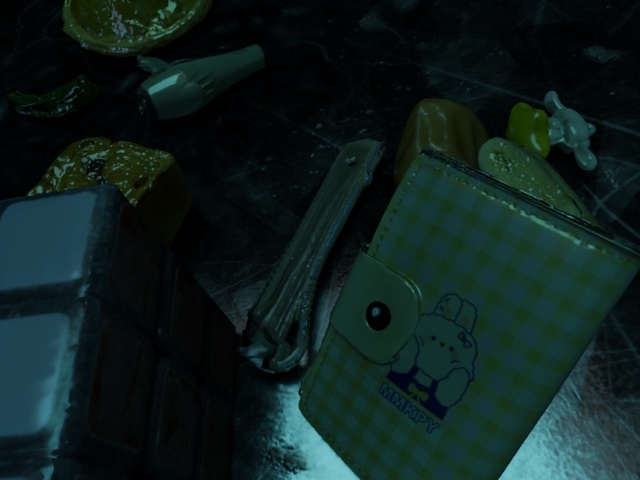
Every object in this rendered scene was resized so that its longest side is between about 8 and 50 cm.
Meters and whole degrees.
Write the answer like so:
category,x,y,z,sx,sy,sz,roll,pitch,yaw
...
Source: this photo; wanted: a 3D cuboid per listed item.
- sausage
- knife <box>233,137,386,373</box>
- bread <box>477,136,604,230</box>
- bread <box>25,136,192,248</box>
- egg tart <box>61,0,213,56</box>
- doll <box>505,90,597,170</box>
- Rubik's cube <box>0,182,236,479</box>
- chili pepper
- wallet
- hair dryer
category,x,y,z,sx,sy,sz,roll,pitch,yaw
sausage,0.151,-0.069,0.616,0.120,0.136,0.241,-5,53,16
knife,0.001,0.004,0.651,0.089,0.043,0.365,16,60,19
bread,0.245,-0.030,0.543,0.060,0.178,0.139,-40,55,23
bread,-0.268,-0.039,0.667,0.149,0.143,0.158,21,64,15
egg tart,-0.364,-0.491,0.979,0.319,0.128,0.318,-5,60,8
doll,0.309,-0.153,0.679,0.113,0.071,0.135,14,57,9
Rubik's cube,-0.263,0.169,0.438,0.301,0.305,0.303,-6,56,6
chili pepper,-0.477,-0.244,0.890,0.182,0.050,0.073,-1,65,13
wallet,0.108,0.092,0.468,0.223,0.077,0.309,35,106,27
hair dryer,-0.205,-0.292,0.869,0.219,0.088,0.225,-16,41,-8
